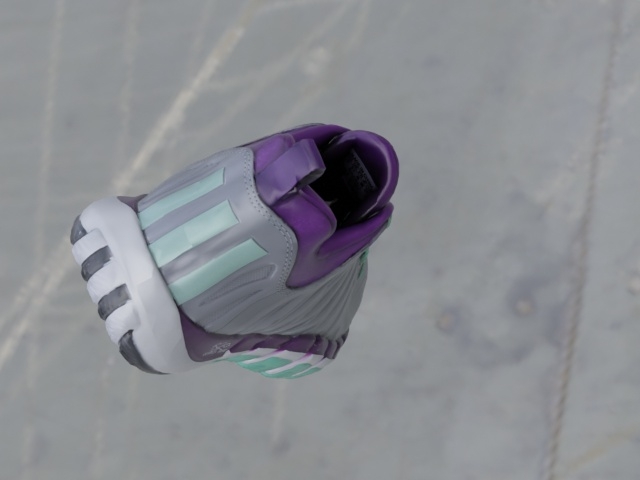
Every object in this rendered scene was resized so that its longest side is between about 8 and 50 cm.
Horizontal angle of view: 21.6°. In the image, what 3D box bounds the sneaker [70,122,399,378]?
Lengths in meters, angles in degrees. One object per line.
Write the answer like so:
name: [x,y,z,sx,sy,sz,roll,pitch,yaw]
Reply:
sneaker: [0.000,0.000,0.618,0.098,0.223,0.083,-29,85,17]
